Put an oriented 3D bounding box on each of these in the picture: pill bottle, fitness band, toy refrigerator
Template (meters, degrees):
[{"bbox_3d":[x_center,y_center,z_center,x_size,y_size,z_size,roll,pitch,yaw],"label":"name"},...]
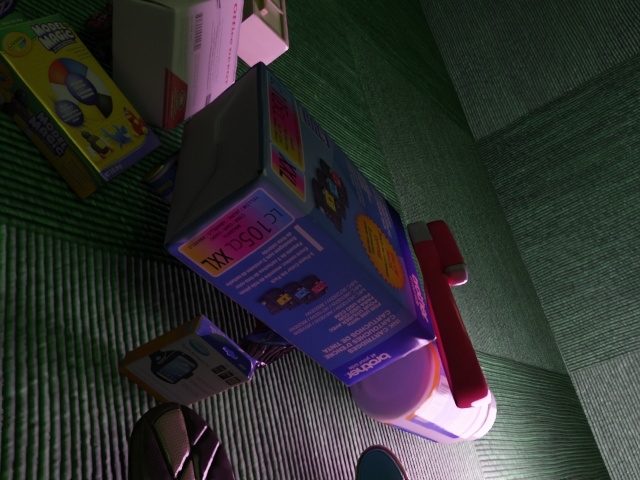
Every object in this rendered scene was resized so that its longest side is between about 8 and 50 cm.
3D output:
[{"bbox_3d":[0.183,0.251,1.028,0.272,0.152,0.152,33,39,-43],"label":"pill bottle"},{"bbox_3d":[0.172,0.090,0.831,0.291,0.054,0.209,-88,163,-65],"label":"fitness band"},{"bbox_3d":[-0.130,-0.474,1.227,0.102,0.094,0.270,35,38,-41],"label":"toy refrigerator"}]

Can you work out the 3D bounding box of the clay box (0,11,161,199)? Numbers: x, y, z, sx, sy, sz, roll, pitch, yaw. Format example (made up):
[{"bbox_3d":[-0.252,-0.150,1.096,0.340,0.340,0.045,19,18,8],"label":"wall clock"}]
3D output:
[{"bbox_3d":[-0.297,-0.169,0.710,0.222,0.053,0.127,54,30,-15],"label":"clay box"}]

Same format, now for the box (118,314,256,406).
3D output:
[{"bbox_3d":[-0.131,0.125,0.631,0.081,0.136,0.028,48,31,-26],"label":"box"}]

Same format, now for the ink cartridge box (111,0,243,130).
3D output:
[{"bbox_3d":[-0.192,-0.266,0.852,0.092,0.159,0.218,18,31,9],"label":"ink cartridge box"}]

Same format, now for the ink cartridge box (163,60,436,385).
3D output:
[{"bbox_3d":[0.000,0.000,0.814,0.395,0.151,0.270,45,23,-34],"label":"ink cartridge box"}]

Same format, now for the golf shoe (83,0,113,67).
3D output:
[{"bbox_3d":[-0.269,-0.300,0.880,0.186,0.067,0.086,-75,154,-50],"label":"golf shoe"}]

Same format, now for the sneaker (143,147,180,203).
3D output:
[{"bbox_3d":[-0.182,-0.097,0.843,0.059,0.053,0.144,53,37,-15],"label":"sneaker"}]

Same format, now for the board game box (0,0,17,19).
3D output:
[{"bbox_3d":[-0.405,-0.227,0.547,0.165,0.042,0.243,32,36,-15],"label":"board game box"}]

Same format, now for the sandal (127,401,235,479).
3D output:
[{"bbox_3d":[-0.126,0.300,0.551,0.120,0.086,0.303,-10,88,-67],"label":"sandal"}]

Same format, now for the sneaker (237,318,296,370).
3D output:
[{"bbox_3d":[-0.060,0.110,0.844,0.087,0.083,0.221,56,18,4],"label":"sneaker"}]

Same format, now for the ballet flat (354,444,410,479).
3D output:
[{"bbox_3d":[0.107,0.410,0.853,0.086,0.086,0.249,17,52,-53],"label":"ballet flat"}]
